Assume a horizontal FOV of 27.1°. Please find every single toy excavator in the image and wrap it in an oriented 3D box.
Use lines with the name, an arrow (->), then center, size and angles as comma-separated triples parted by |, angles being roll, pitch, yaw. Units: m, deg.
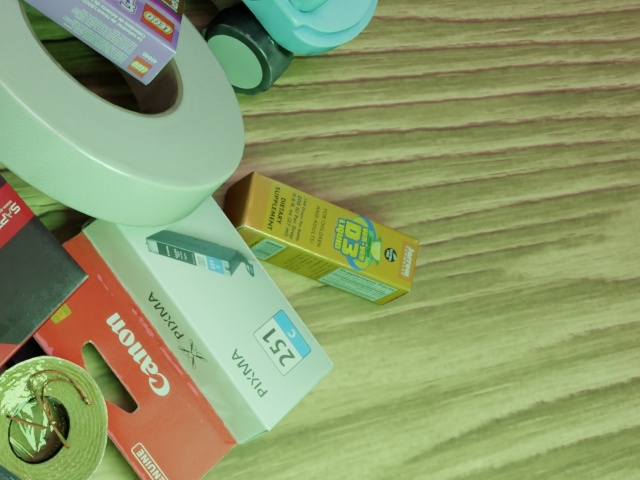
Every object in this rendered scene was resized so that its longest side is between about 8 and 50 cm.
toy excavator -> -0.033, -0.425, 1.461 | 0.433, 0.445, 0.222 | 50, 53, -18

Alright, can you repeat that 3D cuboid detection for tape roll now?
tape roll -> -0.247, -0.188, 1.396 | 0.392, 0.072, 0.392 | 34, 32, -24

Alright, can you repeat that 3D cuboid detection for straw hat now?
straw hat -> -0.285, 0.190, 1.332 | 0.144, 0.061, 0.144 | 4, 81, -24

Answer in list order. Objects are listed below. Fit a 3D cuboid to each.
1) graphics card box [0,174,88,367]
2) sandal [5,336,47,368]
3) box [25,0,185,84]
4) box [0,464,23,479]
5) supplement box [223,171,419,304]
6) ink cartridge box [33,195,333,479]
graphics card box -> -0.414, -0.021, 1.211 | 0.371, 0.094, 0.233 | 52, 55, -15
sandal -> -0.349, 0.020, 1.365 | 0.254, 0.054, 0.097 | 49, 55, -6
box -> -0.271, -0.309, 1.377 | 0.293, 0.057, 0.201 | 34, 30, -23
box -> -0.347, 0.328, 1.193 | 0.163, 0.142, 0.247 | 38, 56, -13
supplement box -> 0.000, 0.000, 1.569 | 0.233, 0.080, 0.078 | 22, 64, -25
ink cartridge box -> -0.155, 0.093, 1.421 | 0.296, 0.066, 0.261 | 54, 44, -3
